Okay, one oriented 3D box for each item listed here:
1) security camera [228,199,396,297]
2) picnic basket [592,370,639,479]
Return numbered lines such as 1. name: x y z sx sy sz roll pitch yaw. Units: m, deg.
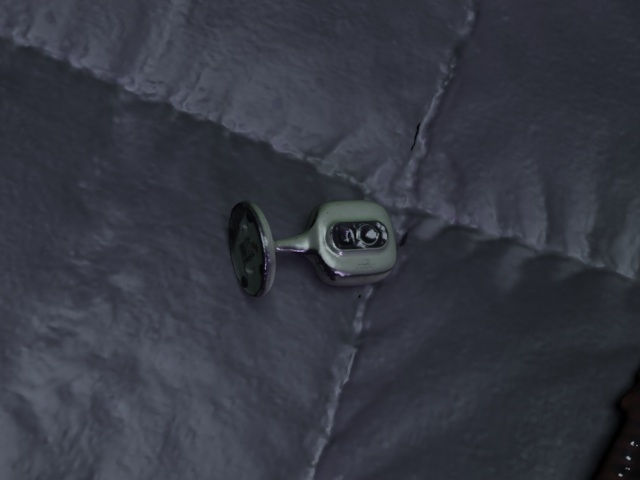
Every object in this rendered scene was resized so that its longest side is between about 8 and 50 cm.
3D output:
1. security camera: 0.000 0.000 0.524 0.092 0.058 0.058 -9 76 -23
2. picnic basket: 0.263 0.163 0.485 0.222 0.129 0.297 33 69 1
